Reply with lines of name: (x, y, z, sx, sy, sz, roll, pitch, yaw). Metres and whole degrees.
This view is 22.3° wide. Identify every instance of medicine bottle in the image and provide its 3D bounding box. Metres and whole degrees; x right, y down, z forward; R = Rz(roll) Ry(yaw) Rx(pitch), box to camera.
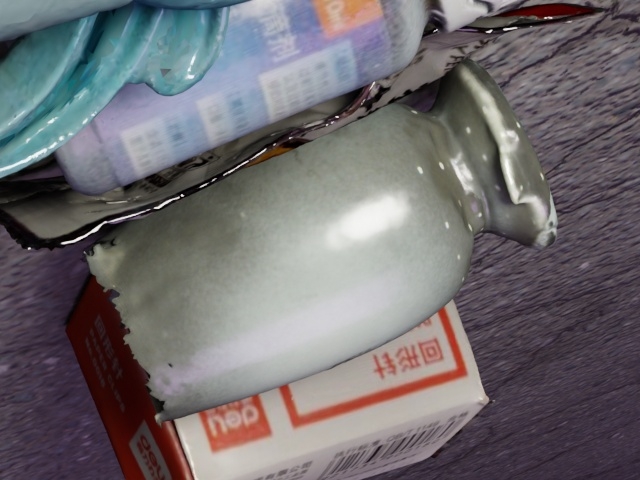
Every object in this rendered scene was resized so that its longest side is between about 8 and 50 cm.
medicine bottle: (-0.003, -0.088, 0.540, 0.203, 0.083, 0.083, -23, 161, -7)

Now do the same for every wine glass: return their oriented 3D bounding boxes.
wine glass: (0.000, 0.000, 0.731, 0.204, 0.111, 0.111, -24, 161, -5)

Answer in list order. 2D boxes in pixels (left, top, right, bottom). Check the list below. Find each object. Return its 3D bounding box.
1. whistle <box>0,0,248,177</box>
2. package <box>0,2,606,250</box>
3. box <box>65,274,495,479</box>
whistle: (-0.046, -0.100, 0.401, 0.274, 0.093, 0.186, -22, 138, -30)
package: (-0.019, -0.049, 0.632, 0.239, 0.030, 0.154, -24, -169, -17)
box: (-0.021, 0.062, 0.842, 0.182, 0.133, 0.099, -12, 158, -28)
